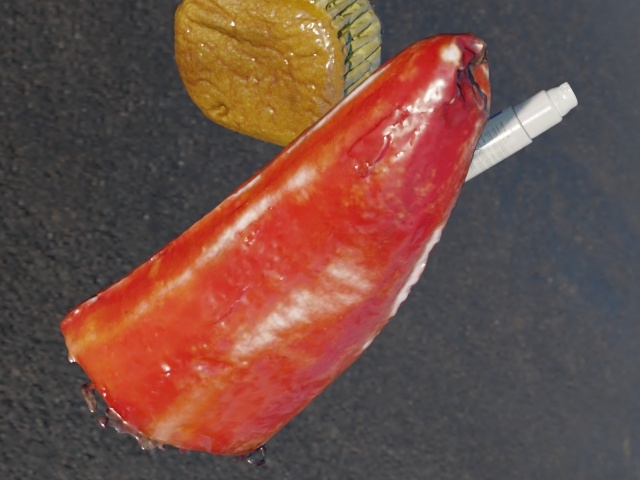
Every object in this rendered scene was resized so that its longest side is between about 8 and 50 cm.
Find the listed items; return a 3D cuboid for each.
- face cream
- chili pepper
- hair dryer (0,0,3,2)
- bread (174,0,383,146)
[{"bbox_3d":[0.137,-0.079,0.918,0.034,0.130,0.034,52,17,-23],"label":"face cream"},{"bbox_3d":[-0.004,-0.003,0.365,0.088,0.169,0.065,14,45,-34],"label":"chili pepper"},{"bbox_3d":[-0.218,-0.265,1.018,0.057,0.197,0.100,51,39,-50],"label":"hair dryer"},{"bbox_3d":[-0.057,-0.244,1.516,0.142,0.253,0.227,-48,156,-49],"label":"bread"}]
